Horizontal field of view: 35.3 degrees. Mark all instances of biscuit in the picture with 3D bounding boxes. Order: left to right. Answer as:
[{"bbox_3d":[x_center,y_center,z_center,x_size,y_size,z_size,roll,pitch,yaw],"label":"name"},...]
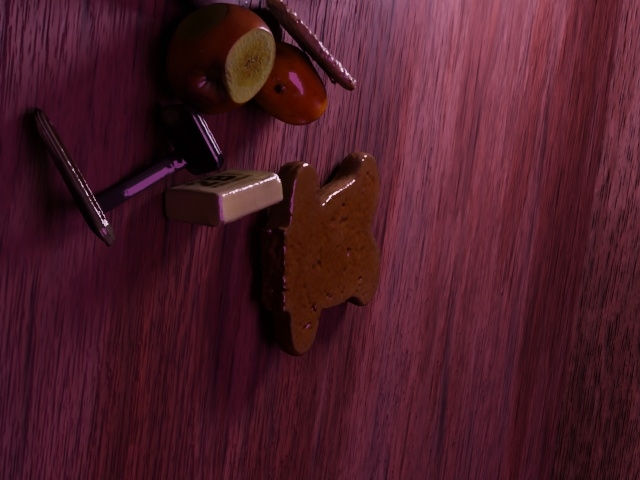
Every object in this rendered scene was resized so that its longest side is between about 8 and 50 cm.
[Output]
[{"bbox_3d":[-0.017,-0.330,1.696,0.033,0.220,0.220,-44,145,3],"label":"biscuit"},{"bbox_3d":[0.000,0.000,1.936,0.394,0.076,0.368,-32,125,-54],"label":"biscuit"}]

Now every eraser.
[{"bbox_3d":[-0.154,-0.072,1.617,0.172,0.117,0.058,-25,115,-53],"label":"eraser"}]

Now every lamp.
[{"bbox_3d":[-0.282,-0.133,1.429,0.283,0.124,0.203,-39,110,-43],"label":"lamp"}]

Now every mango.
[{"bbox_3d":[-0.049,-0.266,1.719,0.145,0.112,0.219,61,17,14],"label":"mango"}]

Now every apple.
[{"bbox_3d":[-0.152,-0.267,1.514,0.146,0.163,0.147,66,33,-35],"label":"apple"}]

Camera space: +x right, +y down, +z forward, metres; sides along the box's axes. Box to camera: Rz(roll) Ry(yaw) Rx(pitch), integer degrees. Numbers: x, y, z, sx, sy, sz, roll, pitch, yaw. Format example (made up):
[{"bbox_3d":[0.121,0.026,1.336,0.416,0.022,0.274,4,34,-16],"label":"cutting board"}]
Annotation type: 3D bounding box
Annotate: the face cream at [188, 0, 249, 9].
[{"bbox_3d":[-0.173,-0.410,1.526,0.314,0.089,0.143,29,73,-65],"label":"face cream"}]
